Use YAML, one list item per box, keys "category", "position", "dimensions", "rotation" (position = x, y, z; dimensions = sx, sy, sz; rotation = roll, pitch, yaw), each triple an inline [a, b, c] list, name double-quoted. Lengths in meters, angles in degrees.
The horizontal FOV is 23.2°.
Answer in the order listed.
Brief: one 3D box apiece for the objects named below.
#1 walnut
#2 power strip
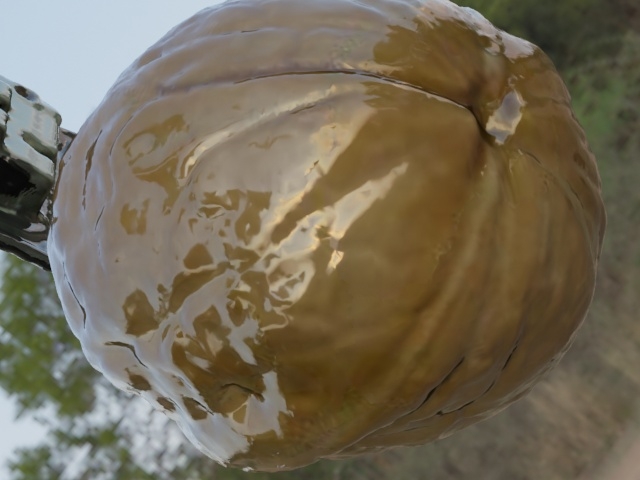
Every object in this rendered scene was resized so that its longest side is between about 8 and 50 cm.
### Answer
- category: "walnut"
  position: [0.000, -0.002, 0.865]
  dimensions: [0.277, 0.252, 0.313]
  rotation: [-5, -19, -34]
- category: "power strip"
  position: [-0.296, -0.097, 1.268]
  dimensions: [0.092, 0.251, 0.257]
  rotation: [-62, 19, 23]
